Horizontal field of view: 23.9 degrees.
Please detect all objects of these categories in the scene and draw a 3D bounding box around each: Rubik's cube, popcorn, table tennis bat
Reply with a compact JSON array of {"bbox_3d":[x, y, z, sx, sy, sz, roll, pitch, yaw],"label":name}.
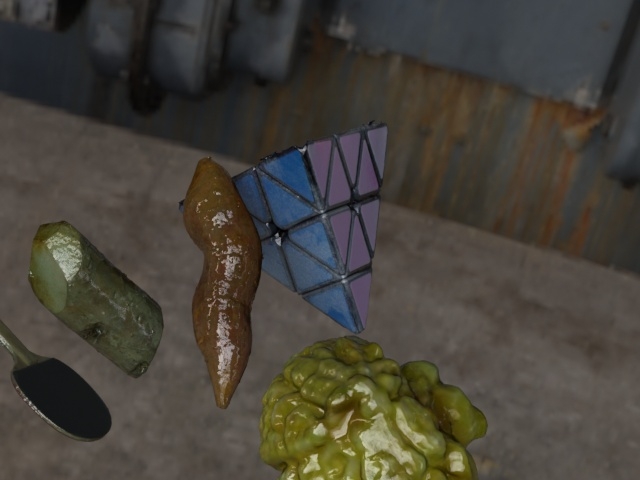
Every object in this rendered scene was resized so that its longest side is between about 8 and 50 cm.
[{"bbox_3d":[0.000,0.000,1.328,0.211,0.178,0.190,-24,-3,-2],"label":"Rubik's cube"},{"bbox_3d":[0.057,0.233,1.720,0.258,0.224,0.270,26,25,-21],"label":"popcorn"},{"bbox_3d":[-0.389,0.189,2.112,0.246,0.022,0.138,43,20,13],"label":"table tennis bat"}]

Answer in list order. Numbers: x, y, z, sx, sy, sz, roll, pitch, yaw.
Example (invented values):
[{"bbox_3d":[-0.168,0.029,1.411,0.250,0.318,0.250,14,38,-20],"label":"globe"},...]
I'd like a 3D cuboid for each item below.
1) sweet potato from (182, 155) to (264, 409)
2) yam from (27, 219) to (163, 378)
[{"bbox_3d":[-0.079,0.032,1.264,0.065,0.051,0.218,-10,72,13],"label":"sweet potato"},{"bbox_3d":[-0.191,0.051,1.279,0.146,0.069,0.070,44,23,-25],"label":"yam"}]
